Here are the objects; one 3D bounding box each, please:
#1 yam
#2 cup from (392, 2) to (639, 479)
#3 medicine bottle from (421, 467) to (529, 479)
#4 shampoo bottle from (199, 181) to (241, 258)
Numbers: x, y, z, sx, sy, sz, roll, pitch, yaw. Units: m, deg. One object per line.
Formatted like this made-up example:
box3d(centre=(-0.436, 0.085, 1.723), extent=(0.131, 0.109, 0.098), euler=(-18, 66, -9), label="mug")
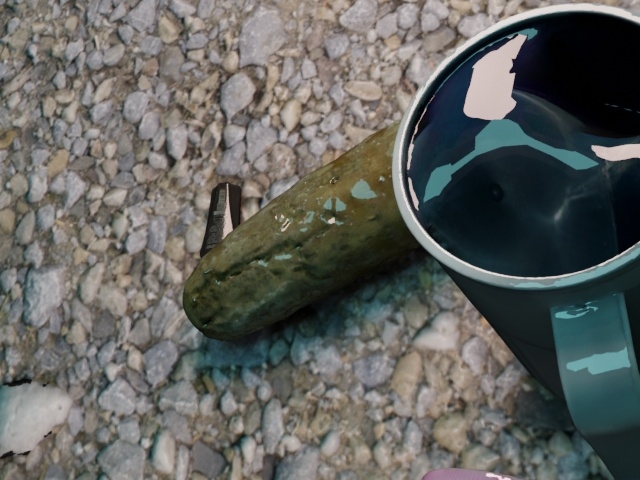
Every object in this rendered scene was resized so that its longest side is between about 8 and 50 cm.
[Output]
box3d(centre=(0.000, 0.000, 1.406), extent=(0.330, 0.133, 0.133), euler=(-33, 53, 11), label="yam")
box3d(centre=(0.255, 0.011, 1.151), extent=(0.257, 0.311, 0.331), euler=(-39, 53, 2), label="cup")
box3d(centre=(0.133, 0.364, 1.079), extent=(0.202, 0.202, 0.315), euler=(7, 67, 29), label="medicine bottle")
box3d(centre=(-0.111, -0.001, 1.518), extent=(0.048, 0.027, 0.137), euler=(-5, 60, 14), label="shampoo bottle")
